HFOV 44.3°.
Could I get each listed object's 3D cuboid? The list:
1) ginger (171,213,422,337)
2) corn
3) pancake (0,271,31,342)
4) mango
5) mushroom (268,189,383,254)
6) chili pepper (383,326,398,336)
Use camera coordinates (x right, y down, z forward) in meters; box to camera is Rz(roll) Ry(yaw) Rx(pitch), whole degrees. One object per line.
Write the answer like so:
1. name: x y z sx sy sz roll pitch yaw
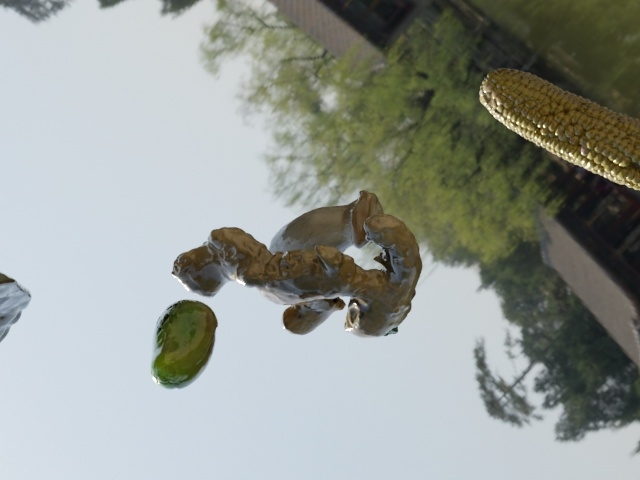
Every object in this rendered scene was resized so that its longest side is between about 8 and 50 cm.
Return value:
1. ginger: -0.022 0.045 0.763 0.065 0.259 0.149 -69 -36 -47
2. corn: 0.361 -0.163 1.111 0.292 0.101 0.101 30 -167 14
3. pancake: -0.378 0.115 0.667 0.049 0.294 0.294 49 -163 7
4. mango: -0.234 0.172 1.340 0.111 0.125 0.233 4 -166 1
5. mushroom: 0.001 0.001 1.073 0.097 0.212 0.088 -2 -114 -52
6. chili pepper: 0.088 0.133 1.231 0.091 0.030 0.034 18 -159 -34
